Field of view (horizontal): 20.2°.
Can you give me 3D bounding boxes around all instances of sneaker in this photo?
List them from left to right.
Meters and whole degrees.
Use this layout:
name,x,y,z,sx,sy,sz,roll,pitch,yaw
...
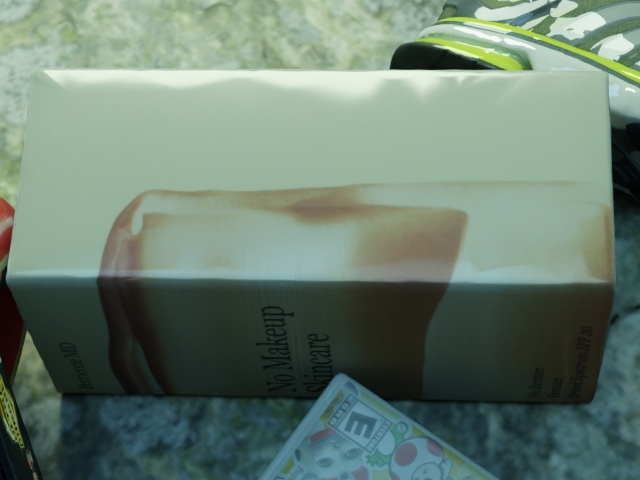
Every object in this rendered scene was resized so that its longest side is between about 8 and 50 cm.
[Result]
name,x,y,z,sx,sy,sz,roll,pitch,yaw
sneaker,0.196,-0.087,1.003,0.300,0.111,0.121,21,61,12

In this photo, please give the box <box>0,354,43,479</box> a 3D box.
name,x,y,z,sx,sy,sz,roll,pitch,yaw
box,-0.237,0.123,0.814,0.220,0.051,0.175,-15,100,6

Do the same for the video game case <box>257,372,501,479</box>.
name,x,y,z,sx,sy,sz,roll,pitch,yaw
video game case,0.025,0.210,0.878,0.206,0.026,0.227,33,77,19

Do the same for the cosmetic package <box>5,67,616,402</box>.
name,x,y,z,sx,sy,sz,roll,pitch,yaw
cosmetic package,0.000,0.000,0.941,0.296,0.153,0.129,0,63,5

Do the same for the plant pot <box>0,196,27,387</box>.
name,x,y,z,sx,sy,sz,roll,pitch,yaw
plant pot,-0.247,0.039,0.918,0.174,0.191,0.191,13,63,3
